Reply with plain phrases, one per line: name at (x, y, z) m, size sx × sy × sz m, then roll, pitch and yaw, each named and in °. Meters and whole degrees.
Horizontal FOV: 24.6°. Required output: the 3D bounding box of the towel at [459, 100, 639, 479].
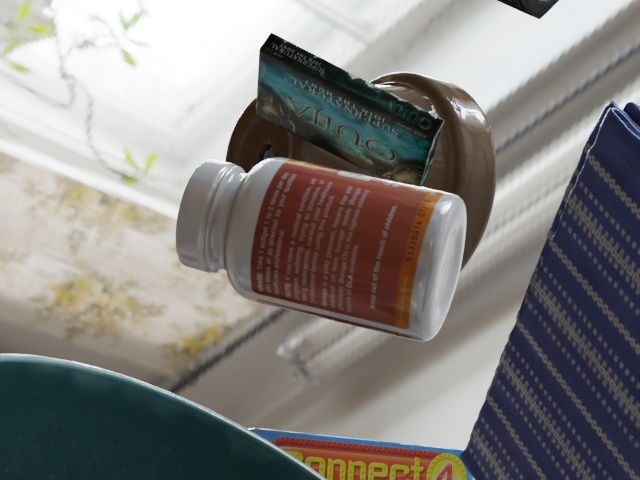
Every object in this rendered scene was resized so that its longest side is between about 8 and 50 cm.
towel at (0.204, 0.105, 0.950) m, size 0.243 × 0.040 × 0.336 m, roll 57°, pitch -39°, yaw 42°

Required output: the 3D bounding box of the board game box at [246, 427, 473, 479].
board game box at (0.025, 0.380, 1.693) m, size 0.086 × 0.308 × 0.301 m, roll -15°, pitch -111°, yaw 59°

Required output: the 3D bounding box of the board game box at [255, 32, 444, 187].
board game box at (0.024, -0.119, 1.421) m, size 0.026 × 0.186 × 0.126 m, roll -58°, pitch 170°, yaw -24°

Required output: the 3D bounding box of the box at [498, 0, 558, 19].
box at (0.103, -0.142, 0.694) m, size 0.067 × 0.018 × 0.083 m, roll -43°, pitch -150°, yaw 0°

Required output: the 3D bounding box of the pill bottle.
pill bottle at (0.000, 0.000, 1.182) m, size 0.216 × 0.121 × 0.121 m, roll 13°, pitch -103°, yaw 15°

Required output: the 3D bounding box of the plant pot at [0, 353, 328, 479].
plant pot at (-0.076, 0.207, 0.541) m, size 0.195 × 0.290 × 0.290 m, roll -57°, pitch -145°, yaw 13°

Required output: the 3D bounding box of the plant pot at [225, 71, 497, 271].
plant pot at (0.027, -0.077, 1.625) m, size 0.263 × 0.229 × 0.263 m, roll -16°, pitch -112°, yaw 48°
